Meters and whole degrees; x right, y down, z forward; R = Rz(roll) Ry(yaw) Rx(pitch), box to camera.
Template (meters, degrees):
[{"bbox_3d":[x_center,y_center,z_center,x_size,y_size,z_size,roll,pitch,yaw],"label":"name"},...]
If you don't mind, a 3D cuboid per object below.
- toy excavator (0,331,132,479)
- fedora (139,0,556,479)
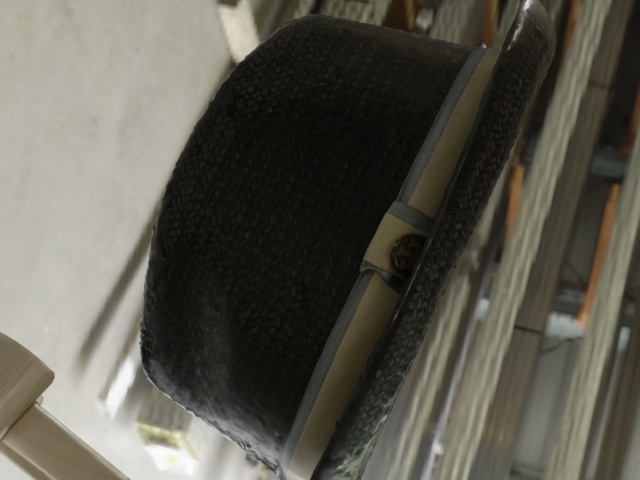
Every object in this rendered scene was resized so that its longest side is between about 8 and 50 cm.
[{"bbox_3d":[-0.073,0.276,0.851,0.222,0.433,0.445,-49,160,-24],"label":"toy excavator"},{"bbox_3d":[0.000,0.000,0.636,0.334,0.152,0.334,25,90,-83],"label":"fedora"}]
